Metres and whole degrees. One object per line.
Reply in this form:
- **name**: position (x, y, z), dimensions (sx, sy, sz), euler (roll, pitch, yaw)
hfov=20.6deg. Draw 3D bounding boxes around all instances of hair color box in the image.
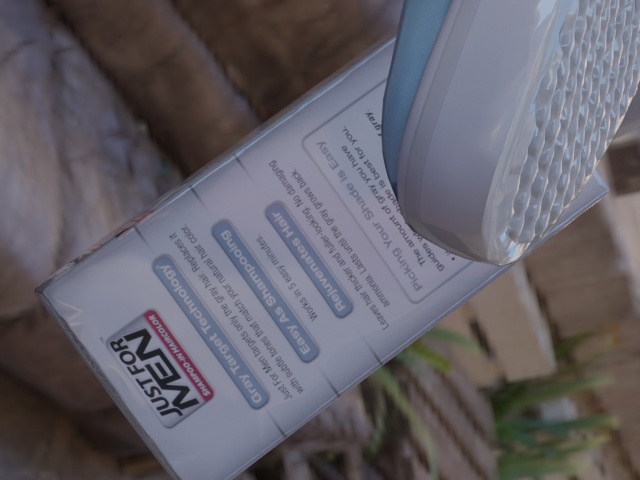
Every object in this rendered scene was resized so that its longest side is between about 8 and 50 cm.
- **hair color box**: position (0.000, 0.000, 1.276), dimensions (0.185, 0.374, 0.113), euler (55, -11, -7)

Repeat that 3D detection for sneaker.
- **sneaker**: position (0.058, -0.154, 0.656), dimensions (0.135, 0.150, 0.366), euler (71, 33, -53)

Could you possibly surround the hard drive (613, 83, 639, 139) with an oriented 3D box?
- **hard drive**: position (0.174, -0.173, 0.937), dimensions (0.040, 0.307, 0.203), euler (-13, 82, -37)
